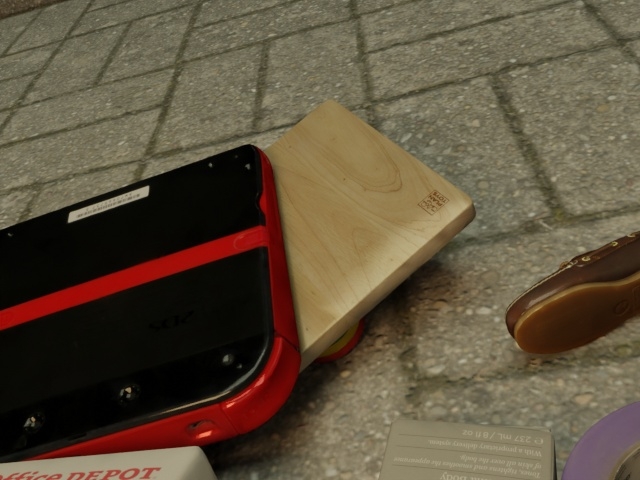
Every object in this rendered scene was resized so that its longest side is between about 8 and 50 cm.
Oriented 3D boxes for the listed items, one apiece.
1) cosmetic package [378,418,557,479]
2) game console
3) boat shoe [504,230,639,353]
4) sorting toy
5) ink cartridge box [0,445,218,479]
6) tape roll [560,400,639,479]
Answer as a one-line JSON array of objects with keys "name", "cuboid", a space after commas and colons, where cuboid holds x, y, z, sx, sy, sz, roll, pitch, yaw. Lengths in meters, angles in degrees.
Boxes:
[{"name": "cosmetic package", "cuboid": [0.090, 0.246, 0.449, 0.127, 0.107, 0.238, -2, 37, 20]}, {"name": "game console", "cuboid": [-0.219, 0.073, 0.707, 0.387, 0.060, 0.342, -18, 45, 7]}, {"name": "boat shoe", "cuboid": [0.266, 0.045, 0.655, 0.207, 0.073, 0.073, -18, 35, -10]}, {"name": "sorting toy", "cuboid": [0.000, 0.000, 0.758, 0.255, 0.089, 0.257, -41, 49, -6]}, {"name": "ink cartridge box", "cuboid": [-0.210, 0.278, 0.423, 0.226, 0.131, 0.306, -11, 18, 20]}, {"name": "tape roll", "cuboid": [0.259, 0.202, 0.450, 0.189, 0.080, 0.189, -13, 37, 10]}]
